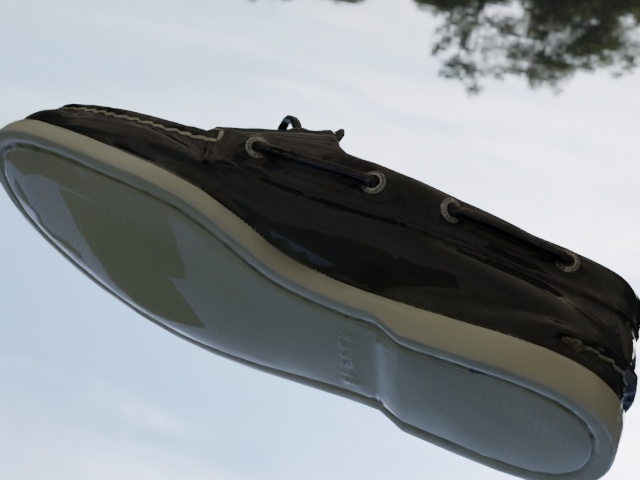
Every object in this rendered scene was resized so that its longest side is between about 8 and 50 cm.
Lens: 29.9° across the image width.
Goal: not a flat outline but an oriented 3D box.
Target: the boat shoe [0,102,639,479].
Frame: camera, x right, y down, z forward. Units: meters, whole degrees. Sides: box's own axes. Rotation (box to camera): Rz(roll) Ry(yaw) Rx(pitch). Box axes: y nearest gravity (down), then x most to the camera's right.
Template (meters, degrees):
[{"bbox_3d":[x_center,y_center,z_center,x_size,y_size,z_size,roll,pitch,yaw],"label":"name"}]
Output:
[{"bbox_3d":[0.001,-0.002,0.597,0.340,0.127,0.113,21,-125,19],"label":"boat shoe"}]
